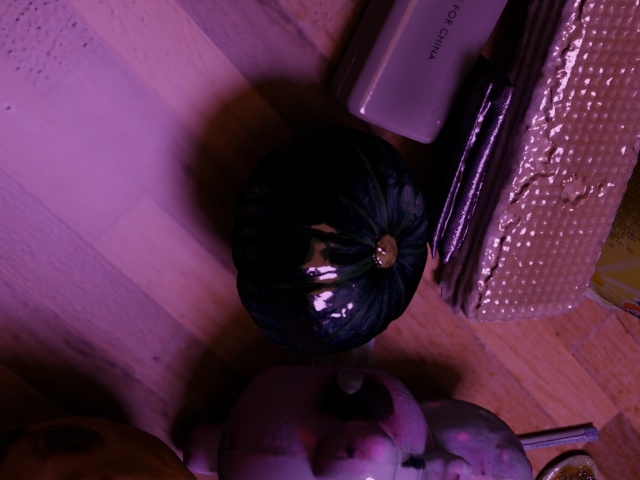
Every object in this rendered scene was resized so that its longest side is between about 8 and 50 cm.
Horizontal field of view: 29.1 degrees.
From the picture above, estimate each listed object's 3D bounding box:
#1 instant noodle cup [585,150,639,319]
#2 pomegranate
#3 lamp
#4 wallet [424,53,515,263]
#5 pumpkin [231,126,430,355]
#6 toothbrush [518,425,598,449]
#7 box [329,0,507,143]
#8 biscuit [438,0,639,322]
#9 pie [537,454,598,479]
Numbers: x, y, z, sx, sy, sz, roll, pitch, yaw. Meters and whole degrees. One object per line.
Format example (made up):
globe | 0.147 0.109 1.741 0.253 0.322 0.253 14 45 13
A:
instant noodle cup | 0.401 -0.002 1.197 0.264 0.200 0.264 -12 120 -23
pomegranate | -0.207 0.262 1.001 0.260 0.260 0.261 -12 121 -21
lamp | 0.052 0.187 1.132 0.301 0.247 0.248 16 77 -40
wallet | 0.124 -0.073 1.073 0.030 0.111 0.166 15 111 -7
pumpkin | 0.011 0.001 1.020 0.194 0.150 0.194 0 91 -23
toothbrush | 0.209 0.224 1.331 0.219 0.016 0.019 -5 119 -25
box | 0.102 -0.206 1.022 0.103 0.055 0.244 17 107 -33
biscuit | 0.222 -0.110 1.093 0.144 0.078 0.426 -3 124 -25
pie | 0.278 0.277 1.395 0.085 0.017 0.085 -12 120 -21
